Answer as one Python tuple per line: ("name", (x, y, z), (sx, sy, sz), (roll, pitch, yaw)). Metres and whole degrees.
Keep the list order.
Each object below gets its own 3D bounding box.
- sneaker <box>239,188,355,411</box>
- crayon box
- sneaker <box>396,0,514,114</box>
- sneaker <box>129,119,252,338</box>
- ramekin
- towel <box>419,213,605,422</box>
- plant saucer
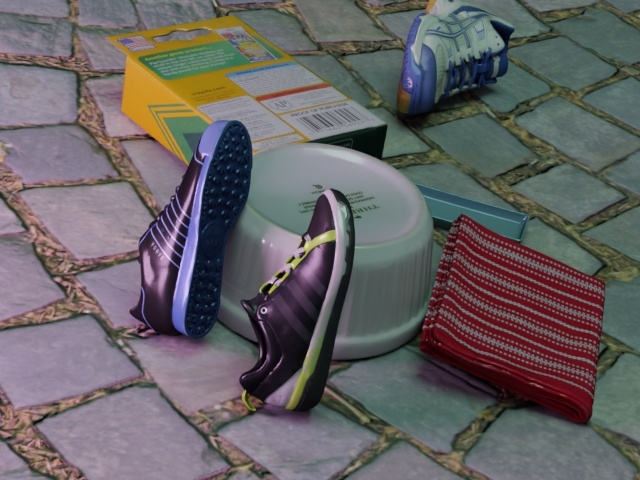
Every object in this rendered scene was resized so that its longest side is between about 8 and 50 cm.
("sneaker", (-0.029, 0.058, 1.941), (0.097, 0.234, 0.084), (12, -6, -8))
("crayon box", (-0.098, -0.161, 2.371), (0.203, 0.083, 0.323), (-15, 39, -35))
("sneaker", (0.184, -0.247, 2.584), (0.131, 0.112, 0.296), (17, 33, 7))
("sneaker", (-0.140, -0.017, 2.018), (0.090, 0.232, 0.081), (11, -5, 34))
("ramekin", (0.000, 0.000, 2.117), (0.273, 0.127, 0.273), (9, 32, -5))
("towel", (0.217, 0.080, 2.124), (0.199, 0.031, 0.275), (25, 32, -3))
("plant saucer", (0.152, -0.034, 2.326), (0.192, 0.018, 0.067), (17, 32, 6))
